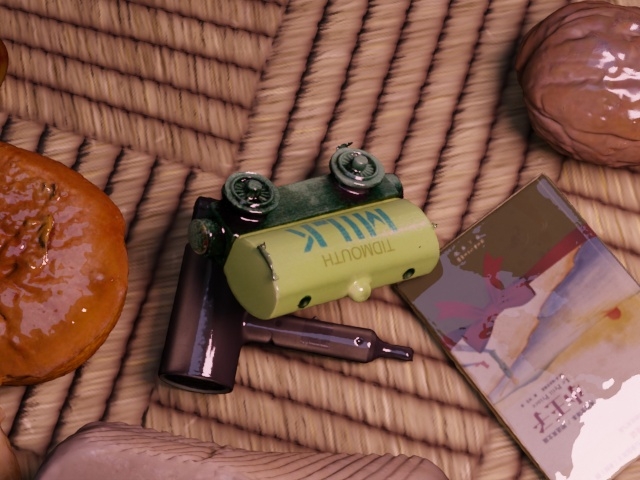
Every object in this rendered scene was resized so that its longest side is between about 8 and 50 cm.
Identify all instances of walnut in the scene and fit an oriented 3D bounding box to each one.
[{"bbox_3d":[0.311,-0.153,1.493,0.230,0.178,0.178,4,73,-5],"label":"walnut"}]

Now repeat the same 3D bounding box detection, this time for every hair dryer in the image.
[{"bbox_3d":[-0.024,0.069,1.504,0.248,0.078,0.195,12,73,-2],"label":"hair dryer"}]

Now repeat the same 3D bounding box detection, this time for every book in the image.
[{"bbox_3d":[0.234,0.095,1.489,0.201,0.026,0.289,-37,73,-7],"label":"book"}]

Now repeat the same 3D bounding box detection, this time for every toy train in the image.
[{"bbox_3d":[0.000,0.000,1.448,0.253,0.105,0.157,-14,53,-38],"label":"toy train"}]

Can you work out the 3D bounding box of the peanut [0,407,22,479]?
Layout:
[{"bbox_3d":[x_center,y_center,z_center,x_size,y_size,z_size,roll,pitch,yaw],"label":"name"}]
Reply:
[{"bbox_3d":[-0.353,0.267,1.436,0.117,0.101,0.263,-3,68,17],"label":"peanut"}]

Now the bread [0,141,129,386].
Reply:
[{"bbox_3d":[-0.313,0.034,1.490,0.268,0.146,0.268,-2,75,7],"label":"bread"}]

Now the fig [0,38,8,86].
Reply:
[{"bbox_3d":[-0.405,-0.171,1.588,0.109,0.103,0.154,45,110,22],"label":"fig"}]

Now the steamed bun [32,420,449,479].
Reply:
[{"bbox_3d":[-0.072,0.300,1.342,0.383,0.247,0.236,7,93,7],"label":"steamed bun"}]
